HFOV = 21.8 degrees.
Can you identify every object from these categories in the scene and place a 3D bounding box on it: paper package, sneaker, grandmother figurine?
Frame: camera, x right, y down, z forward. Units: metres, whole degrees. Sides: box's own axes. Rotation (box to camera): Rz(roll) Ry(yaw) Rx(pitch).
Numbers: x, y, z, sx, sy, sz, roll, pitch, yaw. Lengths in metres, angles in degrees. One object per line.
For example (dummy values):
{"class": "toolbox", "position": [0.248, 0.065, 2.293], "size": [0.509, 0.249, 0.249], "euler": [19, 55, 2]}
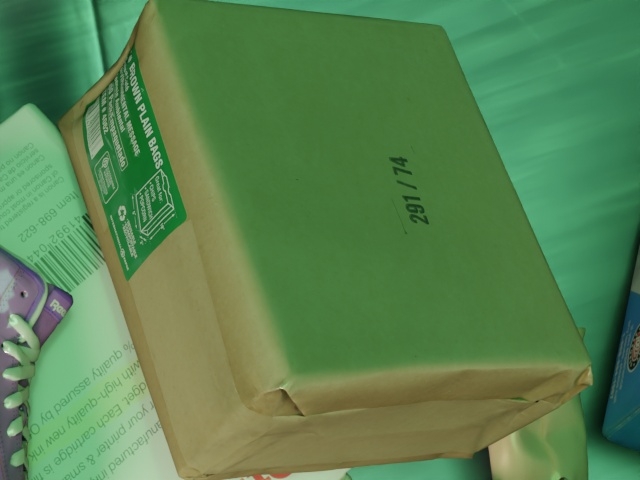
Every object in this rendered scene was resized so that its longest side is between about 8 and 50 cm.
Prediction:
{"class": "paper package", "position": [0.000, 0.000, 1.250], "size": [0.309, 0.168, 0.325], "euler": [1, 59, -39]}
{"class": "sneaker", "position": [-0.226, 0.111, 1.180], "size": [0.161, 0.102, 0.282], "euler": [-29, 84, -15]}
{"class": "grandmother figurine", "position": [0.191, 0.247, 1.389], "size": [0.207, 0.104, 0.343], "euler": [-1, 81, -24]}

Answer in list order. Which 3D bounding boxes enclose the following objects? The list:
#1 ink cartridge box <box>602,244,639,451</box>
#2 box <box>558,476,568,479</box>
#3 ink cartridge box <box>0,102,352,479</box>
{"class": "ink cartridge box", "position": [0.388, -0.008, 1.289], "size": [0.166, 0.395, 0.286], "euler": [20, 62, -5]}
{"class": "box", "position": [0.105, 0.366, 1.222], "size": [0.345, 0.215, 0.168], "euler": [-44, 85, 11]}
{"class": "ink cartridge box", "position": [-0.206, 0.135, 1.311], "size": [0.279, 0.160, 0.385], "euler": [-41, 87, -14]}
